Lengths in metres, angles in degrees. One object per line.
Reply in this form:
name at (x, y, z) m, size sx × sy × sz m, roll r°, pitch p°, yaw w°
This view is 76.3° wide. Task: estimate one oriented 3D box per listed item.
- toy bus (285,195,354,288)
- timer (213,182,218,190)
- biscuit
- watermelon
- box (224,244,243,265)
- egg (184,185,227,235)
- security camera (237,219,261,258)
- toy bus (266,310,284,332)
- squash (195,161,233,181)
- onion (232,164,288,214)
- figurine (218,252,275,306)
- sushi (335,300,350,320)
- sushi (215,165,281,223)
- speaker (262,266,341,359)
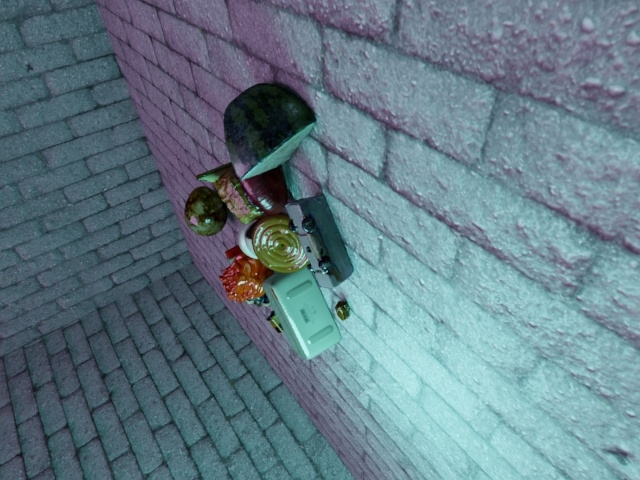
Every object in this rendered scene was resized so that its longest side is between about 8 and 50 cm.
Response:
toy bus at (0.000, 0.000, 1.372) m, size 0.112 × 0.138 × 0.317 m, roll 2°, pitch 116°, yaw 56°
timer at (-0.488, -0.302, 2.057) m, size 0.107 × 0.109 × 0.107 m, roll 11°, pitch 112°, yaw 29°
biscuit at (-0.149, 0.016, 1.586) m, size 0.262 × 0.037 × 0.262 m, roll 5°, pitch 117°, yaw 10°
watermelon at (-0.192, -0.317, 1.271) m, size 0.283 × 0.250 × 0.293 m, roll 54°, pitch 152°, yaw 27°
box at (-0.514, 0.115, 2.511) m, size 0.048 × 0.100 × 0.152 m, roll 21°, pitch 134°, yaw 51°
egg at (-0.652, -0.168, 2.322) m, size 0.238 × 0.238 × 0.290 m, roll 163°, pitch 103°, yaw -65°
security camera at (-0.232, -0.010, 1.737) m, size 0.236 × 0.194 × 0.195 m, roll 3°, pitch 119°, yaw 61°
toy bus at (-0.144, 0.341, 1.934) m, size 0.114 × 0.201 × 0.098 m, roll 53°, pitch 155°, yaw -1°
squash at (-0.405, -0.256, 1.727) m, size 0.093 × 0.252 × 0.169 m, roll 43°, pitch 150°, yaw 38°
onion at (-0.210, -0.211, 1.484) m, size 0.161 × 0.248 × 0.248 m, roll -29°, pitch 90°, yaw 32°
figurine at (-0.312, 0.217, 1.996) m, size 0.306 × 0.241 × 0.412 m, roll 9°, pitch 154°, yaw 32°
sushi at (0.087, 0.270, 1.584) m, size 0.052 × 0.055 × 0.120 m, roll 27°, pitch 151°, yaw 34°
sushi at (-0.288, -0.173, 1.630) m, size 0.139 × 0.184 × 0.274 m, roll -32°, pitch 91°, yaw 36°
speaker at (-0.084, 0.309, 1.792) m, size 0.183 × 0.184 × 0.406 m, roll -2°, pitch 115°, yaw 63°
